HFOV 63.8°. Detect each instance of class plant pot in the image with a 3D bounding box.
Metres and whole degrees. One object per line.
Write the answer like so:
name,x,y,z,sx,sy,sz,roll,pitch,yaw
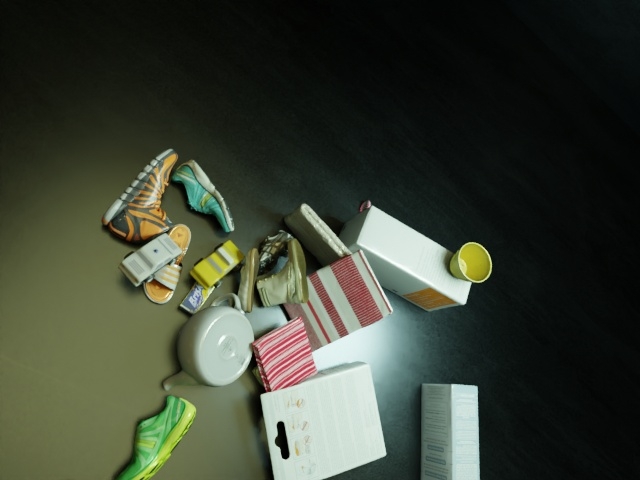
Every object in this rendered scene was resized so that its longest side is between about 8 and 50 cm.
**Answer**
plant pot,0.494,0.084,1.745,0.134,0.095,0.135,6,73,-22

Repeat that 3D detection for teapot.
teapot,-0.337,0.306,1.550,0.255,0.186,0.253,-9,99,-51

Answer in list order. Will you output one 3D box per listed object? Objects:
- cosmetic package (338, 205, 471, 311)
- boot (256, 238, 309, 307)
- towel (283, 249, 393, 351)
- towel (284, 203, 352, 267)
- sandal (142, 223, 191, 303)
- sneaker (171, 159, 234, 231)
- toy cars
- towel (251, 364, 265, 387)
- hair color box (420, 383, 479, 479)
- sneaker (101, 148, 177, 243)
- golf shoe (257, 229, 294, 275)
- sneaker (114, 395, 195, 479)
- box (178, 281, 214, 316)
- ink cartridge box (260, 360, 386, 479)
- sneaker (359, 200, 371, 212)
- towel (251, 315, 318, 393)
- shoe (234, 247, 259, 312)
cosmetic package,0.293,0.077,1.841,0.452,0.230,0.162,29,67,-13
boot,-0.131,0.109,1.693,0.164,0.077,0.214,-10,83,20
towel,0.046,0.202,1.697,0.328,0.037,0.237,-29,89,17
towel,0.000,0.000,1.761,0.282,0.187,0.049,49,65,-6
sandal,-0.476,0.062,1.606,0.101,0.076,0.266,20,70,-16
sneaker,-0.382,-0.134,1.703,0.110,0.107,0.275,-38,88,-7
toy cars,-0.399,0.053,1.558,0.393,0.087,0.177,7,58,-31
towel,-0.140,0.418,1.681,0.148,0.027,0.110,-41,95,-26
hair color box,0.441,0.688,1.765,0.113,0.185,0.375,11,73,-21
sneaker,-0.519,-0.126,1.628,0.180,0.124,0.321,39,76,-14
golf shoe,-0.177,0.042,1.750,0.198,0.077,0.094,-36,62,-18
sneaker,-0.484,0.578,1.467,0.123,0.109,0.296,33,65,12
box,-0.379,0.158,1.634,0.059,0.054,0.169,36,65,-10
ink cartridge box,0.005,0.587,1.649,0.384,0.091,0.309,-9,88,-22
sneaker,0.182,-0.091,1.948,0.057,0.047,0.120,19,69,-41
towel,-0.099,0.405,1.638,0.198,0.031,0.275,-26,108,-35
shoe,-0.240,0.129,1.657,0.058,0.076,0.219,9,104,4
